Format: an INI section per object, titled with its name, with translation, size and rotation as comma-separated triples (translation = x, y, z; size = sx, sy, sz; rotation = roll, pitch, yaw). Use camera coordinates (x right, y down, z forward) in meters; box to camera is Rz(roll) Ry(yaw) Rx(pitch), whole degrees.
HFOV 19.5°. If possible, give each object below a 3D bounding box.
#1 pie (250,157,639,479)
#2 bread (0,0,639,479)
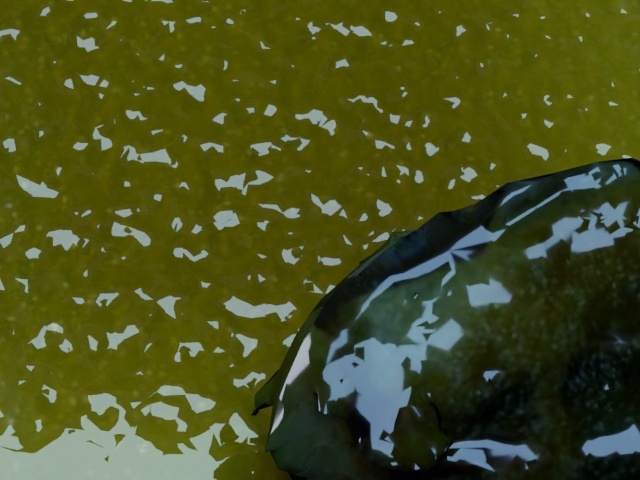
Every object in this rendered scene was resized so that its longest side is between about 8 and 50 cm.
[pie]
translation = 0.145, 0.137, 0.615
size = 0.296, 0.078, 0.371
rotation = -31, 103, -11
[bread]
translation = 0.000, 0.000, 0.740
size = 0.333, 0.143, 0.324
rotation = 2, 59, -12
